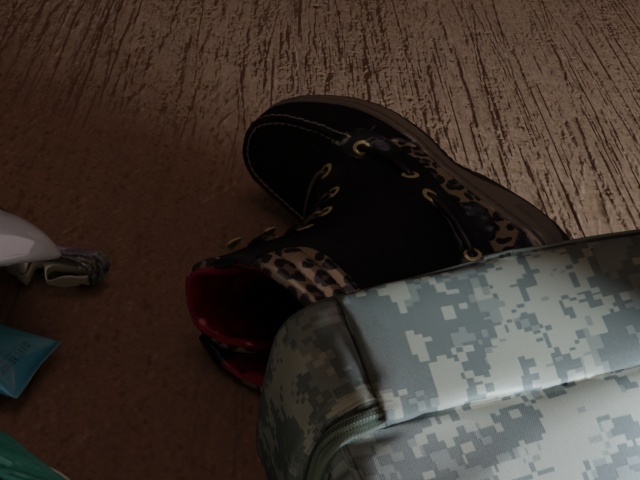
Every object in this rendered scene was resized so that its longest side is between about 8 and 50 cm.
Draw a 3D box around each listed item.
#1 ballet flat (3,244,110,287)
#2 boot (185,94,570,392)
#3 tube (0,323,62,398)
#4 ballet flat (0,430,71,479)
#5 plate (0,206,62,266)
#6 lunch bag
[{"bbox_3d":[-0.245,0.022,1.084,0.114,0.041,0.041,7,30,4],"label":"ballet flat"},{"bbox_3d":[0.000,0.000,1.077,0.377,0.138,0.284,34,40,31],"label":"boot"},{"bbox_3d":[-0.316,0.074,0.973,0.207,0.052,0.080,16,36,9],"label":"tube"},{"bbox_3d":[-0.157,0.185,0.776,0.247,0.083,0.087,25,21,27],"label":"ballet flat"},{"bbox_3d":[-0.378,-0.006,1.005,0.277,0.045,0.278,-8,11,-23],"label":"plate"},{"bbox_3d":[0.126,0.162,0.735,0.305,0.212,0.256,-9,50,-19],"label":"lunch bag"}]
